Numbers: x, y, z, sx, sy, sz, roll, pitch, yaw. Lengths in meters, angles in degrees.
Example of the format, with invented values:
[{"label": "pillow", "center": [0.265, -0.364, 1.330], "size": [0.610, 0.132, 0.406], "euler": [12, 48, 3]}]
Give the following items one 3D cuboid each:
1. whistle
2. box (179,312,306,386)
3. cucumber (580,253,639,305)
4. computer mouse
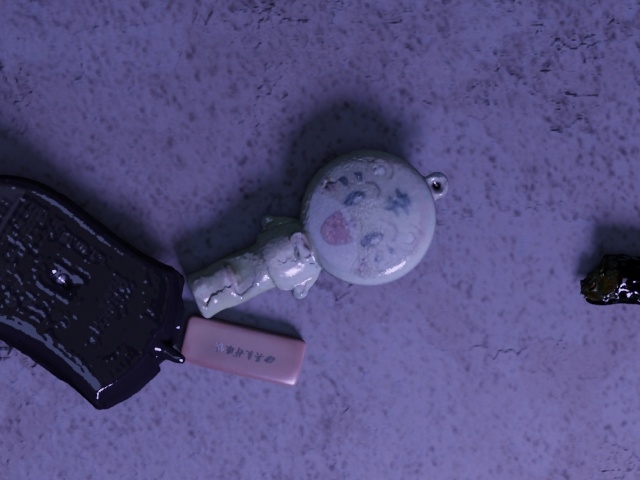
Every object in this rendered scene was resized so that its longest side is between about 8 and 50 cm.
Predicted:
[{"label": "whistle", "center": [0.000, 0.000, 1.303], "size": [0.258, 0.067, 0.126], "euler": [-25, 85, 2]}, {"label": "box", "center": [-0.073, 0.103, 1.326], "size": [0.115, 0.025, 0.048], "euler": [15, 96, -8]}, {"label": "cucumber", "center": [0.340, 0.040, 1.350], "size": [0.182, 0.053, 0.053], "euler": [3, 96, -8]}, {"label": "computer mouse", "center": [-0.238, 0.044, 1.272], "size": [0.264, 0.088, 0.147], "euler": [34, 76, -8]}]
